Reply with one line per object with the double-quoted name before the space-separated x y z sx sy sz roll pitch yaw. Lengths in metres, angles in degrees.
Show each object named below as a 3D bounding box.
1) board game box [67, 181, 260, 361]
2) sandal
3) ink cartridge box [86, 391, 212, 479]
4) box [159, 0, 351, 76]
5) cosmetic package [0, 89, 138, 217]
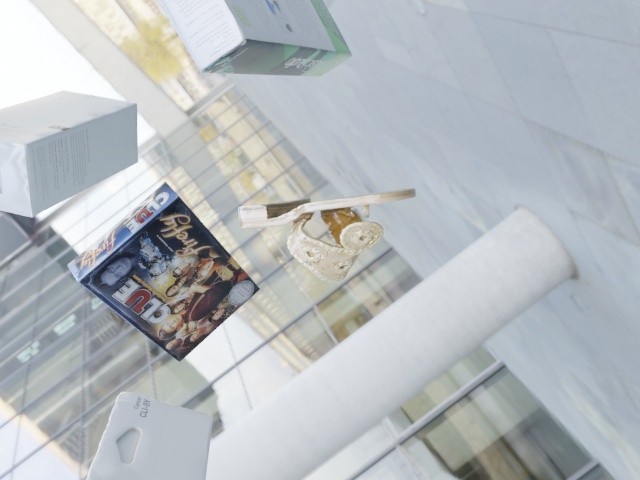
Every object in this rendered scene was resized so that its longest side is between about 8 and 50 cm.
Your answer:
"board game box" -0.205 0.053 0.976 0.042 0.165 0.243 42 172 40
"sandal" 0.005 -0.001 0.657 0.240 0.088 0.079 -1 97 53
"ink cartridge box" -0.296 0.469 1.050 0.161 0.384 0.279 17 -163 -11
"box" -0.084 -0.280 0.712 0.232 0.059 0.322 62 -157 -2
"cosmetic package" -0.579 -0.199 1.502 0.385 0.217 0.156 -54 -27 -60
